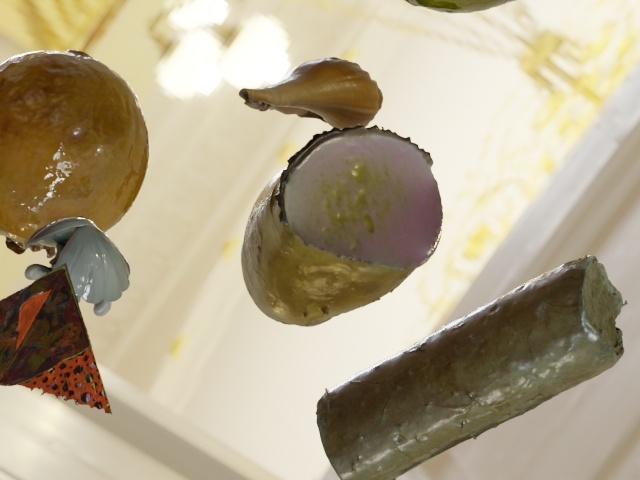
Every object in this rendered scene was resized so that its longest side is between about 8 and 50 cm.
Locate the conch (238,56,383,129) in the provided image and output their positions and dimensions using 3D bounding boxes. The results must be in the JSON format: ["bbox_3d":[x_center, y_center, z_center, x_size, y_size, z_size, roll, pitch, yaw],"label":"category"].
[{"bbox_3d":[-0.007,-0.199,2.602,0.109,0.330,0.093,19,-84,33],"label":"conch"}]

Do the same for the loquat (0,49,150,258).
[{"bbox_3d":[-0.306,-0.102,2.234,0.238,0.238,0.193,-61,-165,-13],"label":"loquat"}]

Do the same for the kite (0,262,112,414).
[{"bbox_3d":[-0.228,0.067,1.565,0.222,0.008,0.125,10,-121,28],"label":"kite"}]

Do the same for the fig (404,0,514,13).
[{"bbox_3d":[0.142,-0.341,2.092,0.239,0.239,0.271,-65,-177,-22],"label":"fig"}]

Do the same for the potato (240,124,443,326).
[{"bbox_3d":[0.000,0.000,2.485,0.266,0.229,0.229,-44,-158,56],"label":"potato"}]

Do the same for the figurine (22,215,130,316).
[{"bbox_3d":[-0.219,0.025,1.765,0.082,0.094,0.086,-29,-107,47],"label":"figurine"}]

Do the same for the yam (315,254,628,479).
[{"bbox_3d":[0.119,0.104,1.536,0.259,0.093,0.093,-30,-149,23],"label":"yam"}]
